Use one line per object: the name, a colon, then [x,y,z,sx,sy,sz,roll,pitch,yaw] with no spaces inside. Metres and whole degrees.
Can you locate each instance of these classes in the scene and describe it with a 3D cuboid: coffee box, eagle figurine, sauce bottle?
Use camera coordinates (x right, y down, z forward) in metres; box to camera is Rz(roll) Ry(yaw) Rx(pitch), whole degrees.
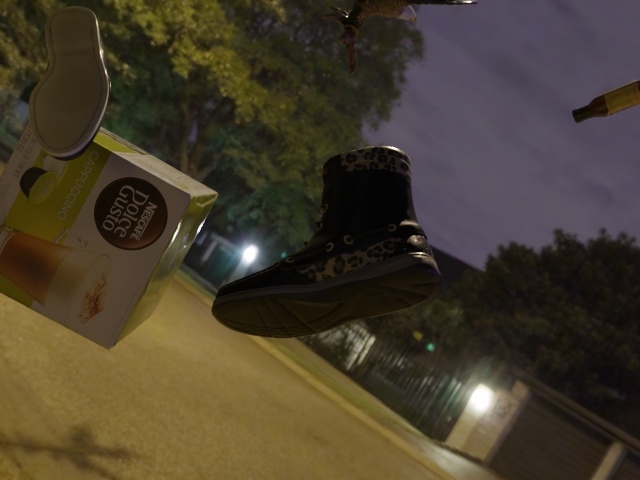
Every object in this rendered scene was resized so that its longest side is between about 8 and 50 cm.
coffee box: [-0.452,-0.028,1.422,0.334,0.338,0.338,29,4,-2]
eagle figurine: [0.161,-0.523,1.442,0.225,0.298,0.226,-31,95,-51]
sauce bottle: [0.512,-0.243,1.213,0.128,0.042,0.042,-19,-39,37]

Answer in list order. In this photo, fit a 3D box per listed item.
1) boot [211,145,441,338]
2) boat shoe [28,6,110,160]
boot: [0.001,0.001,0.733,0.236,0.179,0.085,-13,-38,13]
boat shoe: [-0.422,-0.251,1.180,0.113,0.127,0.340,95,-18,-56]
